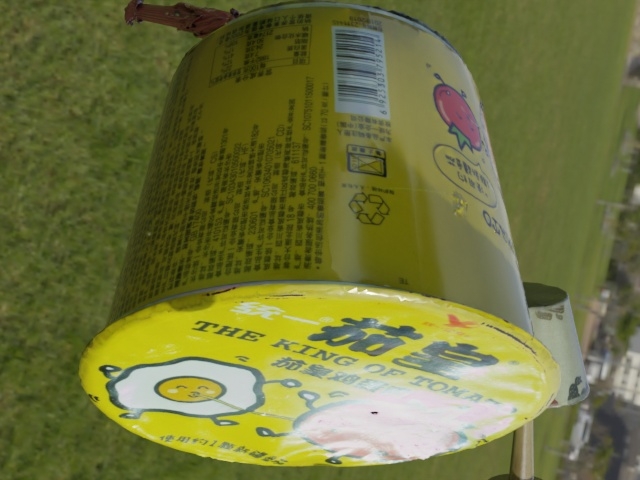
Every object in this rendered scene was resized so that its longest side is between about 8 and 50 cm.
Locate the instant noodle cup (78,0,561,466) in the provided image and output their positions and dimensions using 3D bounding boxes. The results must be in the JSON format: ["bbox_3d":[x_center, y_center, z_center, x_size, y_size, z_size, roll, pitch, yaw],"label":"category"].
[{"bbox_3d":[0.000,0.000,0.742,0.326,0.325,0.254,72,16,-59],"label":"instant noodle cup"}]

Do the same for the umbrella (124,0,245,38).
[{"bbox_3d":[-0.102,-0.176,0.801,0.025,0.165,0.027,-21,119,-45],"label":"umbrella"}]

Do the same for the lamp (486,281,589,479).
[{"bbox_3d":[0.188,0.152,0.942,0.121,0.121,0.215,-34,127,-66],"label":"lamp"}]
